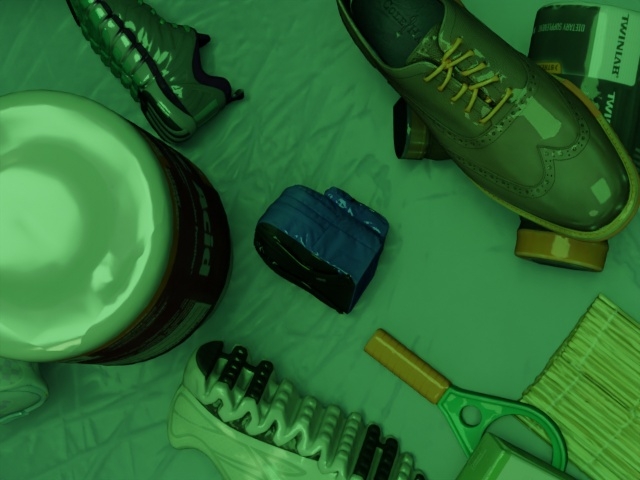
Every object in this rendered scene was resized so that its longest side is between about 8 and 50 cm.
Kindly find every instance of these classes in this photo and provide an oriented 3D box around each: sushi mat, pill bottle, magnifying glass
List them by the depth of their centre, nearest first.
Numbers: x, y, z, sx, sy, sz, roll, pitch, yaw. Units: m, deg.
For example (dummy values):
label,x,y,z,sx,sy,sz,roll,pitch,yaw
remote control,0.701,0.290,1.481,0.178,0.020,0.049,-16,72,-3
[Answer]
label,x,y,z,sx,sy,sz,roll,pitch,yaw
pill bottle,-0.204,0.002,1.517,0.224,0.392,0.224,-1,86,7
pill bottle,0.250,-0.095,1.597,0.130,0.130,0.245,10,86,8
sushi mat,0.350,0.207,1.613,0.316,0.019,0.151,39,92,9
magnifying glass,0.141,0.166,1.637,0.231,0.026,0.092,38,104,13

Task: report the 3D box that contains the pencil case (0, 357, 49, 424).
label,x,y,z,sx,sy,sz,roll,pitch,yaw
pencil case,-0.349,0.049,1.648,0.113,0.124,0.273,-26,71,26

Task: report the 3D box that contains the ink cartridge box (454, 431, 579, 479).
label,x,y,z,sx,sy,sz,roll,pitch,yaw
ink cartridge box,0.214,0.309,1.590,0.235,0.056,0.171,29,97,-20

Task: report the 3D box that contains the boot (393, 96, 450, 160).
label,x,y,z,sx,sy,sz,roll,pitch,yaw
boot,0.133,-0.184,1.661,0.106,0.082,0.219,5,85,-11

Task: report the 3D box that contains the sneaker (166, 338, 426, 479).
label,x,y,z,sx,sy,sz,roll,pitch,yaw
sneaker,-0.019,0.217,1.632,0.292,0.110,0.118,33,116,3

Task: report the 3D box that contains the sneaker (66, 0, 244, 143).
label,x,y,z,sx,sy,sz,roll,pitch,yaw
sneaker,-0.175,-0.208,1.704,0.098,0.083,0.223,-34,86,-17

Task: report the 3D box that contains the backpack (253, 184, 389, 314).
label,x,y,z,sx,sy,sz,roll,pitch,yaw
backpack,0.000,0.000,1.643,0.120,0.098,0.101,30,61,9

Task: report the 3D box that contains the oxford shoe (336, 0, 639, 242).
label,x,y,z,sx,sy,sz,roll,pitch,yaw
oxford shoe,0.135,-0.131,1.511,0.364,0.133,0.130,43,102,23
